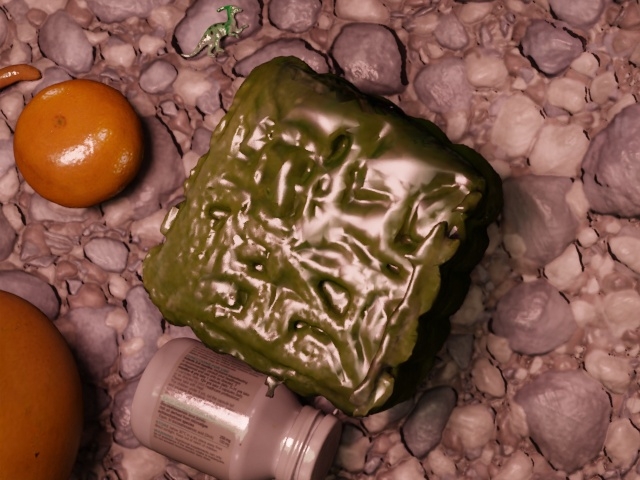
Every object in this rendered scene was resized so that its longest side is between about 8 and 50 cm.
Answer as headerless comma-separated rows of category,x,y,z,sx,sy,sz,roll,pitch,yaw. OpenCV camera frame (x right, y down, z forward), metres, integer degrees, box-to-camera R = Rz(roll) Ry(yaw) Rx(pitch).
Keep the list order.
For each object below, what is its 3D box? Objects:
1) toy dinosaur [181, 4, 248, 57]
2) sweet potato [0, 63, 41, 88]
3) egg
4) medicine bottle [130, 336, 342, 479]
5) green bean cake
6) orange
toy dinosaur,-0.128,-0.252,1.438,0.083,0.021,0.062,-2,79,11
sweet potato,-0.439,-0.196,1.512,0.179,0.044,0.044,-3,85,17
egg,-0.416,0.221,1.351,0.282,0.282,0.351,25,104,16
medicine bottle,-0.090,0.202,1.337,0.215,0.135,0.135,19,92,16
green bean cake,0.000,0.000,1.286,0.319,0.218,0.335,25,91,16
orange,-0.285,-0.114,1.420,0.156,0.124,0.156,-3,69,9
